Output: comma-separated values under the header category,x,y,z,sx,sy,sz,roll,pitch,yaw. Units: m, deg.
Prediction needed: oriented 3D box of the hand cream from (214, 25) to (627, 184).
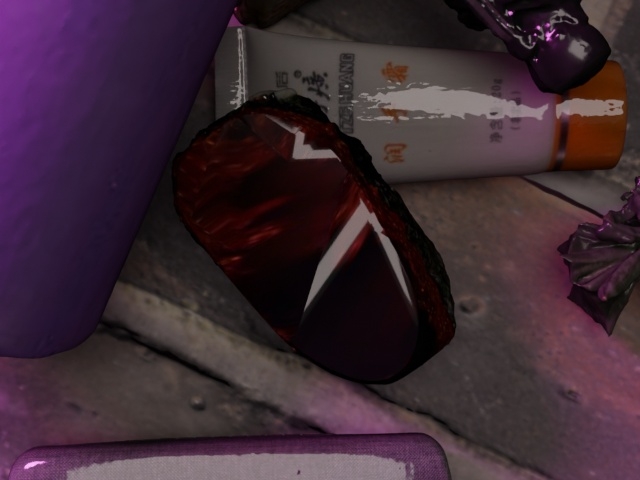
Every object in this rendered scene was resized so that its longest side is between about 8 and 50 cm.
category,x,y,z,sx,sy,sz,roll,pitch,yaw
hand cream,0.072,-0.104,0.807,0.315,0.089,0.139,-3,95,4

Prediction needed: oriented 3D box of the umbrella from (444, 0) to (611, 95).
category,x,y,z,sx,sy,sz,roll,pitch,yaw
umbrella,0.075,-0.251,0.692,0.106,0.113,0.357,-34,91,-46

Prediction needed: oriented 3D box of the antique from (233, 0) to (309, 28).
category,x,y,z,sx,sy,sz,roll,pitch,yaw
antique,0.043,-0.293,0.816,0.284,0.150,0.125,-30,88,-16

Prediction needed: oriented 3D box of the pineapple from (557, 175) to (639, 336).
category,x,y,z,sx,sy,sz,roll,pitch,yaw
pineapple,0.299,-0.024,0.793,0.248,0.128,0.128,-36,85,-3

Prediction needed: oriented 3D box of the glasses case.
category,x,y,z,sx,sy,sz,roll,pitch,yaw
glasses case,-0.064,0.208,0.751,0.323,0.074,0.131,-1,83,-4

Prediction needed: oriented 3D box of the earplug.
category,x,y,z,sx,sy,sz,roll,pitch,yaw
earplug,-0.147,-0.163,0.651,0.215,0.215,0.455,31,106,1

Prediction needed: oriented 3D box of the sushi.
category,x,y,z,sx,sy,sz,roll,pitch,yaw
sushi,0.000,0.000,0.741,0.136,0.126,0.225,-39,91,13
